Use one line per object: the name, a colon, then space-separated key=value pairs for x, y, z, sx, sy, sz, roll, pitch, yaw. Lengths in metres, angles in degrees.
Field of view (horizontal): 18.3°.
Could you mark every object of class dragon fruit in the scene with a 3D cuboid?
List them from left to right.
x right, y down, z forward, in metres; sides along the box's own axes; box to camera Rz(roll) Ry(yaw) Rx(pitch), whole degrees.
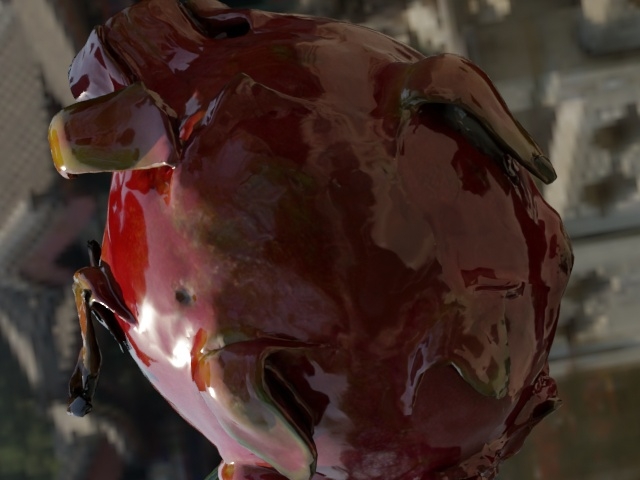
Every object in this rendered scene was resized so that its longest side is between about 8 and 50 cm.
dragon fruit: x=0.000 y=0.000 z=0.534 sx=0.166 sy=0.136 sz=0.133 roll=53 pitch=135 yaw=4

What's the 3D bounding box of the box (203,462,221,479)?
box: x=0.046 y=0.235 z=1.057 sx=0.328 sy=0.178 sz=0.253 roll=42 pitch=-171 yaw=-2
